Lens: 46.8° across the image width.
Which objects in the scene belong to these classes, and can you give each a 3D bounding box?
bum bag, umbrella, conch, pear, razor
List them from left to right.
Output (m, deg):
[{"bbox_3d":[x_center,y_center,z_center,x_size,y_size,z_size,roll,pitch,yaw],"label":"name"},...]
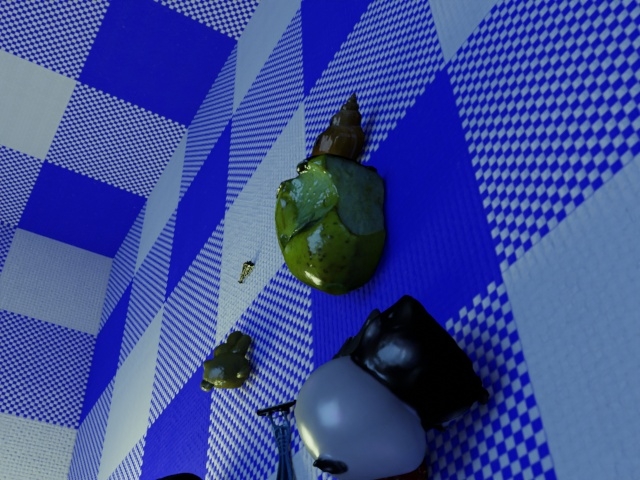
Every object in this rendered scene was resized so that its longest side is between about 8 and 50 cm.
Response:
[{"bbox_3d":[-0.194,0.080,1.914,0.020,0.031,0.083,50,125,27],"label":"umbrella"},{"bbox_3d":[-0.067,0.408,1.346,0.082,0.042,0.253,-18,42,8],"label":"razor"},{"bbox_3d":[0.000,0.000,1.386,0.238,0.164,0.255,-43,35,42],"label":"pear"},{"bbox_3d":[0.015,-0.154,1.563,0.109,0.093,0.330,38,107,59],"label":"conch"},{"bbox_3d":[0.056,0.215,1.209,0.248,0.060,0.123,-48,30,44],"label":"bum bag"}]

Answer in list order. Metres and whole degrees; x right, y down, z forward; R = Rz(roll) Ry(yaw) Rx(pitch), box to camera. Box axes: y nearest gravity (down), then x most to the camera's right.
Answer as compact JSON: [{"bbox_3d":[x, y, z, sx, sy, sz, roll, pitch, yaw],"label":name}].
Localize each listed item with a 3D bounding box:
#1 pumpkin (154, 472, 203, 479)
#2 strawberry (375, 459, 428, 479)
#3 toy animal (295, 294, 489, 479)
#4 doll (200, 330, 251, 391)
[{"bbox_3d":[-0.312,0.617,1.518,0.248,0.248,0.248,-47,32,41],"label":"pumpkin"},{"bbox_3d":[0.083,0.321,1.034,0.140,0.085,0.192,-16,55,64],"label":"strawberry"},{"bbox_3d":[0.078,0.205,0.962,0.235,0.165,0.187,-44,20,-7],"label":"toy animal"},{"bbox_3d":[-0.208,0.285,1.726,0.137,0.097,0.209,-30,17,10],"label":"doll"}]
